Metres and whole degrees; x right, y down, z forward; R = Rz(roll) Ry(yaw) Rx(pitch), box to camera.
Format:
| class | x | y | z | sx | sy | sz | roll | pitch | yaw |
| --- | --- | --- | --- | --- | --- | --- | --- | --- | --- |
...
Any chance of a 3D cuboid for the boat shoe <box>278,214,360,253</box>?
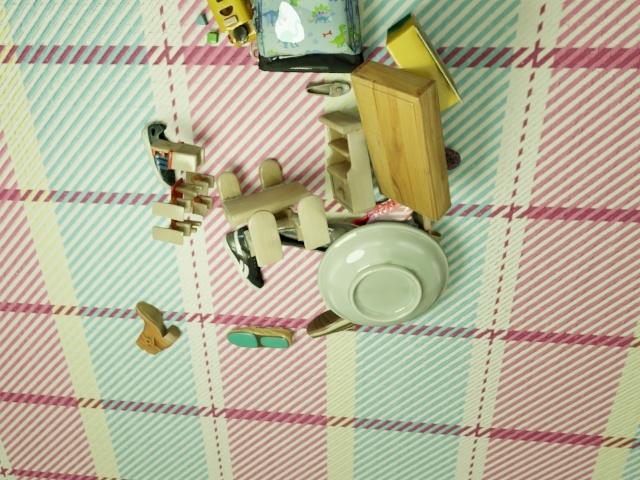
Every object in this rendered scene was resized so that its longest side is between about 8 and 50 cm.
| class | x | y | z | sx | sy | sz | roll | pitch | yaw |
| --- | --- | --- | --- | --- | --- | --- | --- | --- | --- |
| boat shoe | 0.000 | 0.000 | 1.706 | 0.335 | 0.095 | 0.112 | 12 | 132 | 14 |

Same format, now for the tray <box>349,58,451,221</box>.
| class | x | y | z | sx | sy | sz | roll | pitch | yaw |
| --- | --- | --- | --- | --- | --- | --- | --- | --- | --- |
| tray | 0.208 | -0.237 | 1.408 | 0.203 | 0.076 | 0.411 | 31 | 158 | 36 |

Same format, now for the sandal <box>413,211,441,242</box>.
| class | x | y | z | sx | sy | sz | roll | pitch | yaw |
| --- | --- | --- | --- | --- | --- | --- | --- | --- | --- |
| sandal | 0.332 | -0.013 | 1.699 | 0.079 | 0.088 | 0.240 | -22 | 132 | -14 |

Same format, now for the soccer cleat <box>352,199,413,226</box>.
| class | x | y | z | sx | sy | sz | roll | pitch | yaw |
| --- | --- | --- | --- | --- | --- | --- | --- | --- | --- |
| soccer cleat | 0.197 | -0.085 | 1.657 | 0.095 | 0.083 | 0.248 | 33 | 134 | -18 |

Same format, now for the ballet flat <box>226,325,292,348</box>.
| class | x | y | z | sx | sy | sz | roll | pitch | yaw |
| --- | --- | --- | --- | --- | --- | --- | --- | --- | --- |
| ballet flat | -0.207 | 0.333 | 1.950 | 0.232 | 0.073 | 0.080 | 4 | 122 | 12 |

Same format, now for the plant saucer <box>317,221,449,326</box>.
| class | x | y | z | sx | sy | sz | roll | pitch | yaw |
| --- | --- | --- | --- | --- | --- | --- | --- | --- | --- |
| plant saucer | 0.190 | 0.135 | 1.678 | 0.400 | 0.100 | 0.400 | 0 | 126 | -1 |

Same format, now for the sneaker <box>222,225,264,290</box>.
| class | x | y | z | sx | sy | sz | roll | pitch | yaw |
| --- | --- | --- | --- | --- | --- | --- | --- | --- | --- |
| sneaker | -0.212 | 0.056 | 1.802 | 0.121 | 0.079 | 0.217 | -24 | 110 | 19 |

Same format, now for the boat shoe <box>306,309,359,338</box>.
| class | x | y | z | sx | sy | sz | roll | pitch | yaw |
| --- | --- | --- | --- | --- | --- | --- | --- | --- | --- |
| boat shoe | 0.079 | 0.274 | 1.872 | 0.257 | 0.095 | 0.095 | -27 | 117 | 19 |

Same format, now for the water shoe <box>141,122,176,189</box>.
| class | x | y | z | sx | sy | sz | roll | pitch | yaw |
| --- | --- | --- | --- | --- | --- | --- | --- | --- | --- |
| water shoe | -0.465 | -0.248 | 1.683 | 0.080 | 0.073 | 0.203 | -14 | 115 | 11 |

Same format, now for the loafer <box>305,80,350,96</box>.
| class | x | y | z | sx | sy | sz | roll | pitch | yaw |
| --- | --- | --- | --- | --- | --- | --- | --- | --- | --- |
| loafer | 0.019 | -0.415 | 1.555 | 0.125 | 0.039 | 0.045 | 0 | 116 | 7 |

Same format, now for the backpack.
| class | x | y | z | sx | sy | sz | roll | pitch | yaw |
| --- | --- | --- | --- | --- | --- | --- | --- | --- | --- |
| backpack | -0.034 | -0.594 | 1.373 | 0.290 | 0.273 | 0.355 | 4 | 106 | 7 |

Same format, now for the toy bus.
| class | x | y | z | sx | sy | sz | roll | pitch | yaw |
| --- | --- | --- | --- | --- | --- | --- | --- | --- | --- |
| toy bus | -0.225 | -0.582 | 1.465 | 0.202 | 0.104 | 0.191 | 22 | 118 | -4 |

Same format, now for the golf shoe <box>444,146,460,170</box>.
| class | x | y | z | sx | sy | sz | roll | pitch | yaw |
| --- | --- | --- | --- | --- | --- | --- | --- | --- | --- |
| golf shoe | 0.306 | -0.230 | 1.603 | 0.186 | 0.086 | 0.067 | -3 | 96 | -13 |

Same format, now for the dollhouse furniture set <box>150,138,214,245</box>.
| class | x | y | z | sx | sy | sz | roll | pitch | yaw |
| --- | --- | --- | --- | --- | --- | --- | --- | --- | --- |
| dollhouse furniture set | -0.412 | -0.149 | 1.623 | 0.135 | 0.262 | 0.259 | 11 | 117 | 4 |

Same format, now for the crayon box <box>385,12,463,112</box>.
| class | x | y | z | sx | sy | sz | roll | pitch | yaw |
| --- | --- | --- | --- | --- | --- | --- | --- | --- | --- |
| crayon box | 0.245 | -0.427 | 1.362 | 0.083 | 0.323 | 0.203 | -31 | 109 | 20 |

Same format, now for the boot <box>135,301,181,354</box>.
| class | x | y | z | sx | sy | sz | roll | pitch | yaw |
| --- | --- | --- | --- | --- | --- | --- | --- | --- | --- |
| boot | -0.611 | 0.319 | 1.994 | 0.152 | 0.073 | 0.197 | -37 | 105 | 26 |

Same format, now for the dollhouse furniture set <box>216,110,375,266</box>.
| class | x | y | z | sx | sy | sz | roll | pitch | yaw |
| --- | --- | --- | --- | --- | --- | --- | --- | --- | --- |
| dollhouse furniture set | -0.072 | -0.166 | 1.530 | 0.394 | 0.362 | 0.256 | -19 | 118 | -15 |
